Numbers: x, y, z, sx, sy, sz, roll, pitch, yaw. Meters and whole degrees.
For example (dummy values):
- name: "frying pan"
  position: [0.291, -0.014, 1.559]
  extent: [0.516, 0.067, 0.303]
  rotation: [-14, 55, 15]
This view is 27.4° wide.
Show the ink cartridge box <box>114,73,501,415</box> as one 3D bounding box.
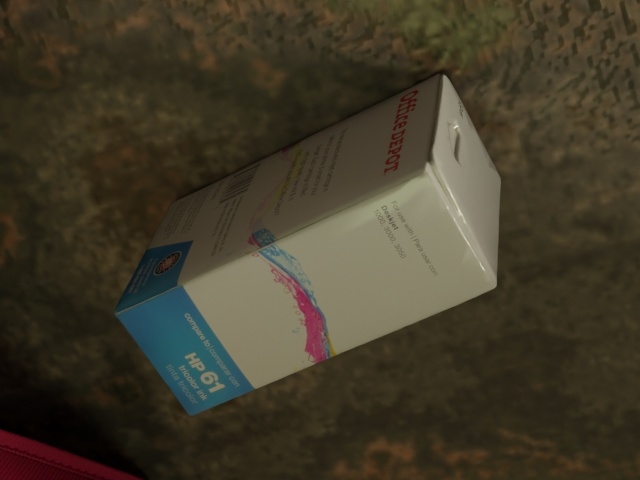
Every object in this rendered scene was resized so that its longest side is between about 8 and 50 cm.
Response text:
- name: "ink cartridge box"
  position: [0.000, 0.000, 0.464]
  extent: [0.122, 0.088, 0.052]
  rotation: [-26, 111, 20]

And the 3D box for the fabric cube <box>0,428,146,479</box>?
- name: "fabric cube"
  position: [-0.215, 0.223, 0.468]
  extent: [0.259, 0.258, 0.254]
  rotation: [-28, 147, 22]
